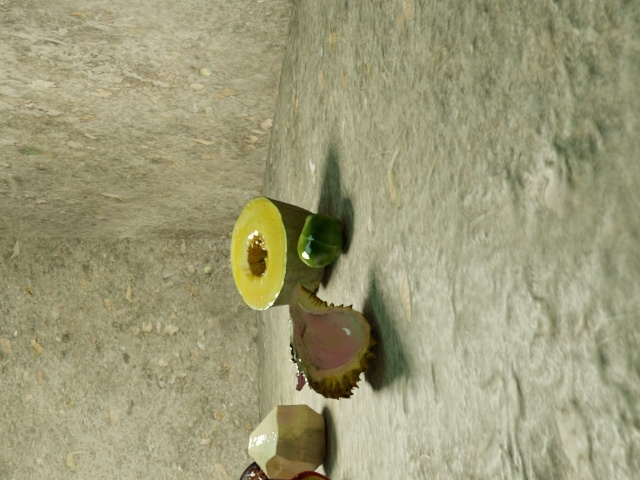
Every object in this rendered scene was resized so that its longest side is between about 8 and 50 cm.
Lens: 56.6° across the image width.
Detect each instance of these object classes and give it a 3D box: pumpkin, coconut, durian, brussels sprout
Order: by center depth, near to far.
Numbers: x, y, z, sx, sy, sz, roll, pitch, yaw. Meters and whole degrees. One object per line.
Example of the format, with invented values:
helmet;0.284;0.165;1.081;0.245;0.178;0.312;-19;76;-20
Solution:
durian;0.035;0.239;1.306;0.305;0.185;0.195;-119;4;-55
brussels sprout;0.003;0.003;1.540;0.155;0.117;0.155;18;-90;-88
coconut;-0.097;0.578;1.726;0.237;0.237;0.197;103;165;-47
pumpkin;-0.110;0.035;1.775;0.332;0.199;0.332;5;96;56

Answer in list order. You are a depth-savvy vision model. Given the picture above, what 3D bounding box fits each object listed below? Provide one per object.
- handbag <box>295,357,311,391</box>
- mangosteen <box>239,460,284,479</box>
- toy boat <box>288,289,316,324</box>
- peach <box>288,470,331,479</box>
handbag;-0.037;0.349;1.834;0.216;0.074;0.203;110;158;-64
mangosteen;-0.138;0.863;1.946;0.302;0.275;0.275;59;-175;-28
toy boat;-0.058;0.115;1.915;0.121;0.089;0.321;-165;77;-72
peach;-0.029;0.691;1.481;0.190;0.196;0.226;23;119;42
